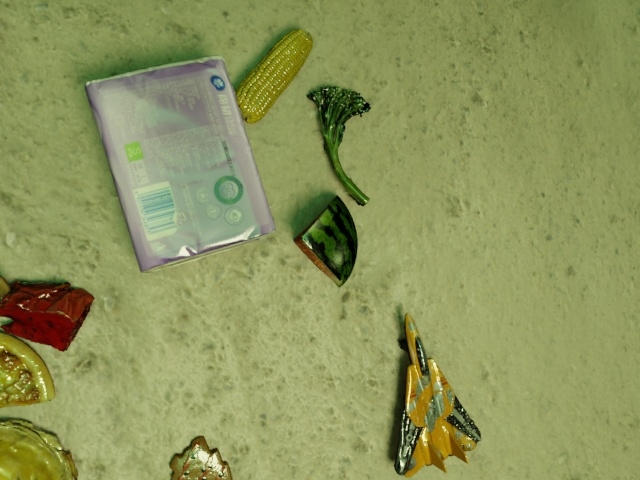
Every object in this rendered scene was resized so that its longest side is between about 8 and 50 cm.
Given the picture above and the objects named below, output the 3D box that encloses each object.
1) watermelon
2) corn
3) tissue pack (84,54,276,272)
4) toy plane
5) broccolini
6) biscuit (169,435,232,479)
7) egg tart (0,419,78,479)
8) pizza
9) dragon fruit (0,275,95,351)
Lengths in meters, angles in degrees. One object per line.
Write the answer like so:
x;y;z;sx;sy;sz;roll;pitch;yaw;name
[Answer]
0.020;-0.002;0.905;0.137;0.145;0.193;-3;86;-10;watermelon
-0.098;-0.337;0.938;0.080;0.080;0.231;35;76;-9;corn
-0.246;-0.134;0.838;0.242;0.160;0.338;-16;89;-14;tissue pack
0.209;0.305;0.955;0.204;0.103;0.316;-14;82;-17;toy plane
0.069;-0.205;0.976;0.123;0.062;0.272;-18;84;0;broccolini
-0.219;0.438;0.867;0.130;0.019;0.119;28;79;-11;biscuit
-0.547;0.433;0.743;0.278;0.095;0.279;2;83;-15;egg tart
-0.542;0.237;0.786;0.175;0.046;0.134;37;77;-9;pizza
-0.506;0.112;0.808;0.192;0.122;0.092;13;43;-10;dragon fruit
